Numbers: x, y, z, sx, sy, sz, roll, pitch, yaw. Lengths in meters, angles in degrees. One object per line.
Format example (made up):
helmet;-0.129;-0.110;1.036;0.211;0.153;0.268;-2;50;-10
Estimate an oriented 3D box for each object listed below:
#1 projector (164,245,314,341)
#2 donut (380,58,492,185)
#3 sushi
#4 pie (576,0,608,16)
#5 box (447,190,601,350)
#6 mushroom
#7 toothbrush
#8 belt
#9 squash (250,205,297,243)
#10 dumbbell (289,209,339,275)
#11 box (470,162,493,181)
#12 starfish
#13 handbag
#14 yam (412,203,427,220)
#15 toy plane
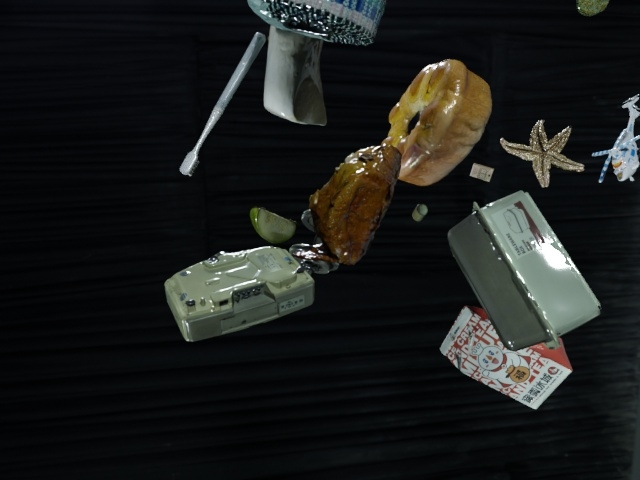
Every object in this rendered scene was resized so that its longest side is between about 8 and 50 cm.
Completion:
projector;-0.166;0.089;1.035;0.193;0.270;0.088;43;140;49
donut;0.274;-0.284;1.270;0.299;0.150;0.317;-67;16;-1
sushi;0.064;-0.073;1.089;0.179;0.167;0.296;-126;51;-59
pie;0.649;-0.572;1.218;0.017;0.085;0.085;-107;18;-47
box;0.368;0.066;0.963;0.290;0.166;0.220;65;-170;19
mushroom;-0.037;-0.465;1.148;0.126;0.177;0.396;15;105;31
toothbrush;-0.196;-0.281;1.048;0.030;0.025;0.342;75;-140;-78
belt;-0.008;-0.440;0.904;0.207;0.258;0.150;-6;-65;-66
squash;-0.145;-0.039;1.615;0.252;0.170;0.093;-164;95;-78
dumbbell;0.000;0.000;1.864;0.192;0.192;0.289;116;174;-69
box;0.662;-0.280;2.106;0.024;0.083;0.053;-43;-33;-50
starfish;0.637;-0.256;1.475;0.227;0.241;0.043;-60;-20;-24
handbag;0.480;0.286;1.357;0.171;0.298;0.151;-63;-2;28
yam;0.328;-0.091;1.693;0.094;0.043;0.043;98;167;-78
toy plane;0.965;-0.309;1.623;0.182;0.107;0.273;-48;19;54
